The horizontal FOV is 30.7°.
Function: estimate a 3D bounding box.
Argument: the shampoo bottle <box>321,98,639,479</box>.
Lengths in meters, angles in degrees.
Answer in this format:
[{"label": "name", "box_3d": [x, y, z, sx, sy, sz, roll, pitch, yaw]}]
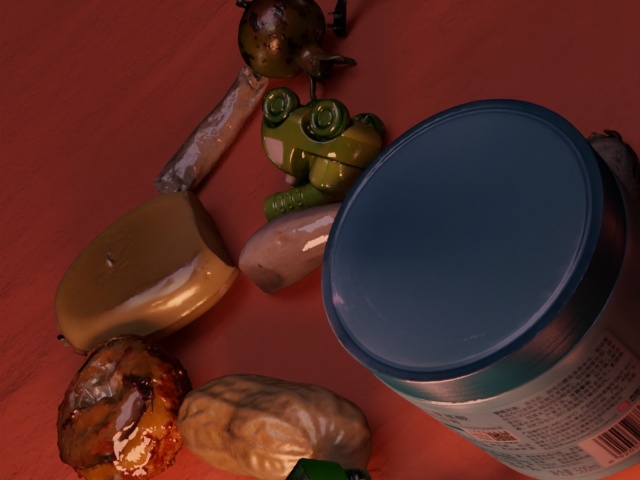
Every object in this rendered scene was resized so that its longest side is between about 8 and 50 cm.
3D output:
[{"label": "shampoo bottle", "box_3d": [0.229, 0.071, 1.309, 0.331, 0.342, 0.331, -21, 51, 28]}]

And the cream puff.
[{"label": "cream puff", "box_3d": [-0.284, 0.260, 1.731, 0.240, 0.164, 0.240, -31, 34, 24]}]

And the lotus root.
[{"label": "lotus root", "box_3d": [0.367, -0.084, 1.493, 0.088, 0.088, 0.165, -18, 43, 30]}]

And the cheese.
[{"label": "cheese", "box_3d": [-0.296, 0.064, 1.878, 0.316, 0.128, 0.259, -35, 37, 7]}]

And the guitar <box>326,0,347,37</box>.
[{"label": "guitar", "box_3d": [0.040, -0.466, 1.925, 0.084, 0.038, 0.271, 46, 133, 51]}]

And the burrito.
[{"label": "burrito", "box_3d": [-0.186, -0.186, 2.021, 0.082, 0.059, 0.275, 34, 86, 39]}]

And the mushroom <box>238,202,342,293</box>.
[{"label": "mushroom", "box_3d": [0.000, 0.000, 1.704, 0.270, 0.118, 0.103, -17, 51, 32]}]

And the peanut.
[{"label": "peanut", "box_3d": [-0.071, 0.256, 1.570, 0.313, 0.152, 0.152, 9, 69, 42]}]

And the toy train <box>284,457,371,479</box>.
[{"label": "toy train", "box_3d": [-0.029, 0.373, 1.445, 0.251, 0.119, 0.085, -56, 41, 21]}]

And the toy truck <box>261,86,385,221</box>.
[{"label": "toy truck", "box_3d": [-0.001, -0.125, 1.781, 0.187, 0.148, 0.211, -1, 82, 34]}]

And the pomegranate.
[{"label": "pomegranate", "box_3d": [-0.051, -0.329, 1.942, 0.156, 0.156, 0.220, -44, 49, 7]}]
